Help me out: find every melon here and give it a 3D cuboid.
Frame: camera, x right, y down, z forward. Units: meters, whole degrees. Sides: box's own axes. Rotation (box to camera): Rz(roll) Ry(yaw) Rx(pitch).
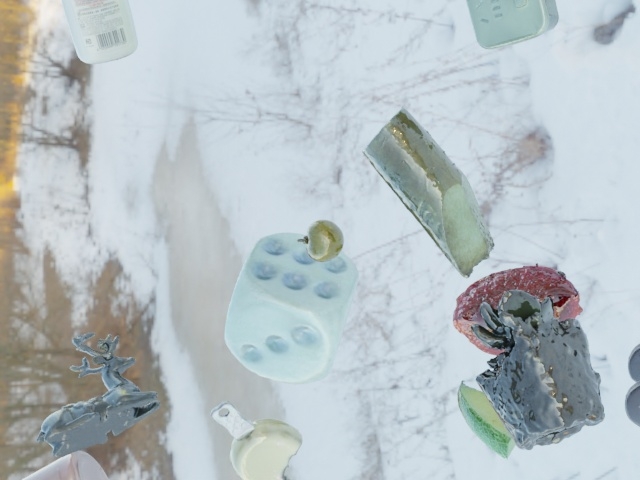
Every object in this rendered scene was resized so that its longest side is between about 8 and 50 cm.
[{"bbox_3d":[0.392,0.400,1.832,0.262,0.114,0.053,-132,26,-56],"label":"melon"}]

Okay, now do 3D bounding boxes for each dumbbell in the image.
[{"bbox_3d":[0.758,0.326,1.748,0.124,0.140,0.225,-62,-11,29],"label":"dumbbell"}]

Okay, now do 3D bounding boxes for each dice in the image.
[{"bbox_3d":[-0.066,0.160,1.861,0.265,0.267,0.263,-67,-6,-50],"label":"dice"}]

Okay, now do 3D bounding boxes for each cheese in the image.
[{"bbox_3d":[-0.151,0.436,1.648,0.163,0.248,0.071,-53,29,15],"label":"cheese"}]

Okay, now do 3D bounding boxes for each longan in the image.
[{"bbox_3d":[0.000,0.000,1.353,0.075,0.083,0.075,5,-90,-81],"label":"longan"}]

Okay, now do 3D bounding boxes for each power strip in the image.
[{"bbox_3d":[0.286,-0.427,1.134,0.193,0.059,0.265,-6,107,47],"label":"power strip"}]

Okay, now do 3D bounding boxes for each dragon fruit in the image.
[{"bbox_3d":[0.425,0.169,1.680,0.134,0.261,0.212,-78,-26,-58],"label":"dragon fruit"}]

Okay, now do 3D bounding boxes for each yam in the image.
[{"bbox_3d":[0.168,-0.071,1.156,0.259,0.106,0.106,50,150,3],"label":"yam"}]

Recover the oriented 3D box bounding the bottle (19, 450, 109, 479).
[{"bbox_3d":[-0.537,0.506,1.403,0.206,0.296,0.173,62,179,-8],"label":"bottle"}]

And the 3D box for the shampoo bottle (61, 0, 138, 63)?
[{"bbox_3d":[-0.378,-0.408,1.300,0.051,0.108,0.221,-125,22,-50],"label":"shampoo bottle"}]

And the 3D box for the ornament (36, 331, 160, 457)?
[{"bbox_3d":[-0.409,0.254,1.356,0.236,0.202,0.080,44,148,47],"label":"ornament"}]

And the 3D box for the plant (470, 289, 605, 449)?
[{"bbox_3d":[0.393,0.235,1.447,0.188,0.198,0.276,-43,56,48],"label":"plant"}]
